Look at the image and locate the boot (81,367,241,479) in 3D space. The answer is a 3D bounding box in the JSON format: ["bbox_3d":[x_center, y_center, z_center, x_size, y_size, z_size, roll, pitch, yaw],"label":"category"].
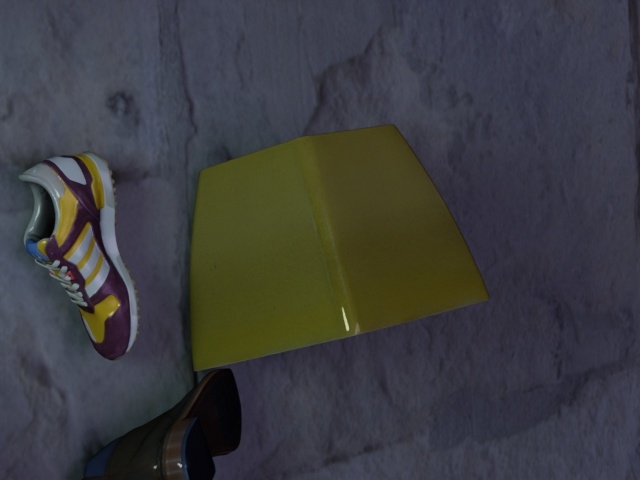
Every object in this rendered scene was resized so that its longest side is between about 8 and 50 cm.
[{"bbox_3d":[-0.140,0.175,1.726,0.219,0.106,0.082,-52,129,-71],"label":"boot"}]

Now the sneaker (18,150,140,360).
[{"bbox_3d":[-0.215,0.019,1.636,0.084,0.069,0.185,-16,97,-39],"label":"sneaker"}]

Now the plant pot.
[{"bbox_3d":[0.000,0.000,1.785,0.212,0.212,0.187,-12,88,-49],"label":"plant pot"}]
